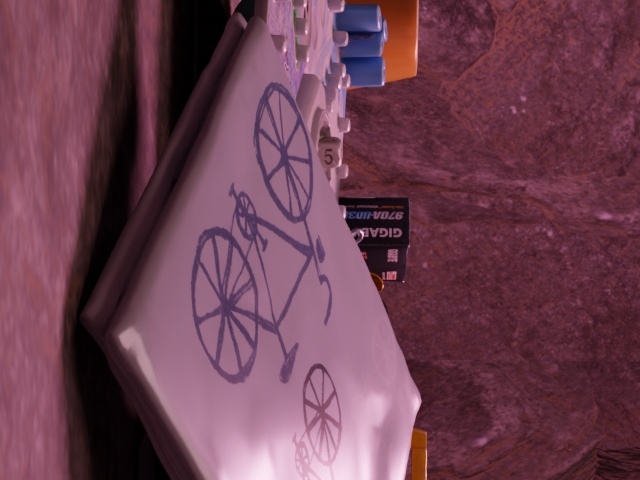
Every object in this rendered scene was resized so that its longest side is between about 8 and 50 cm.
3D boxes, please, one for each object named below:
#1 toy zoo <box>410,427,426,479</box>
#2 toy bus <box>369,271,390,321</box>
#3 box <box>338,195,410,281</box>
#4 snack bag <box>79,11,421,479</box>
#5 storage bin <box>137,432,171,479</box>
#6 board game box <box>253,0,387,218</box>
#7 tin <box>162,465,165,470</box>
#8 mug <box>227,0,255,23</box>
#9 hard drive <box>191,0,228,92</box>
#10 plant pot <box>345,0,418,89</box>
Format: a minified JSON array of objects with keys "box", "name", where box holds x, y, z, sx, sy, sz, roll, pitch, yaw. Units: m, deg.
[{"box":[0.003,0.277,1.556,0.030,0.192,0.293,6,85,-88],"name":"toy zoo"},{"box":[-0.028,0.137,1.690,0.211,0.149,0.220,164,-71,-76],"name":"toy bus"},{"box":[0.000,0.000,1.652,0.220,0.175,0.051,83,8,-80],"name":"box"},{"box":[-0.021,0.079,1.012,0.323,0.037,0.342,-74,146,-51],"name":"snack bag"},{"box":[-0.069,0.170,1.063,0.091,0.098,0.135,-140,-130,-79],"name":"storage bin"},{"box":[0.001,-0.064,1.342,0.390,0.050,0.389,58,35,-75],"name":"board game box"},{"box":[-0.088,0.171,1.178,0.106,0.040,0.189,-76,167,-65],"name":"tin"},{"box":[-0.040,-0.172,1.567,0.158,0.097,0.129,-68,159,-82],"name":"mug"},{"box":[-0.087,-0.119,1.324,0.094,0.022,0.135,69,22,-84],"name":"hard drive"},{"box":[0.020,-0.256,1.941,0.205,0.188,0.205,0,90,-88],"name":"plant pot"}]
